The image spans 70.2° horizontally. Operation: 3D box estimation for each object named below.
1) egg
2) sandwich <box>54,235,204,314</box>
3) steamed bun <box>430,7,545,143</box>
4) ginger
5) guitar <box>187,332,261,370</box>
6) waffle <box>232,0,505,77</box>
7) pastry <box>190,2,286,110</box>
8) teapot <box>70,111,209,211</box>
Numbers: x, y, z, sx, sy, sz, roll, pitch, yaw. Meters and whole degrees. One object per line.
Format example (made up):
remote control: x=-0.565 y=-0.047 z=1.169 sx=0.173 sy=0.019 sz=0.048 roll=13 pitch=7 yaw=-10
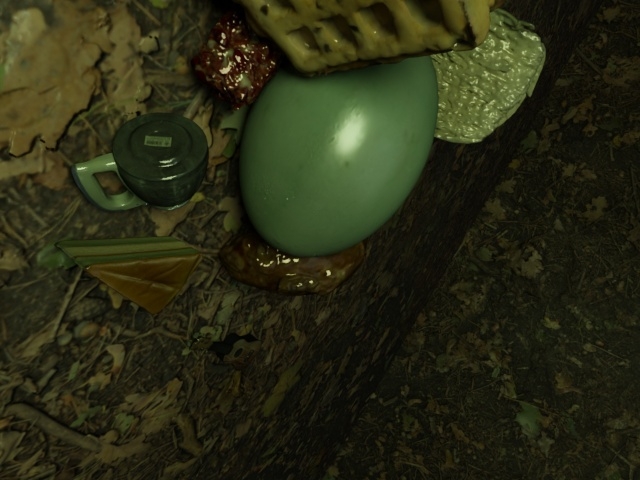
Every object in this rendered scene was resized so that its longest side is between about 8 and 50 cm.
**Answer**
egg: x=0.026 y=-0.156 z=0.701 sx=0.388 sy=0.276 sz=0.276 roll=-61 pitch=153 yaw=3
sandwich: x=-0.251 y=0.015 z=0.622 sx=0.113 sy=0.079 sz=0.163 roll=-54 pitch=151 yaw=-16
steamed bun: x=0.300 y=-0.349 z=1.005 sx=0.272 sy=0.290 sz=0.273 roll=-52 pitch=163 yaw=17
ginger: x=-0.022 y=0.021 z=0.866 sx=0.321 sy=0.172 sz=0.165 roll=-11 pitch=123 yaw=-43
guitar: x=-0.204 y=0.223 z=0.952 sx=0.083 sy=0.038 sz=0.271 roll=-57 pitch=156 yaw=-7
waffle: x=-0.022 y=-0.310 z=0.370 sx=0.376 sy=0.261 sz=0.114 roll=43 pitch=72 yaw=-42
pastry: x=-0.079 y=-0.271 z=0.589 sx=0.097 sy=0.115 sz=0.208 roll=36 pitch=84 yaw=-28
teapot: x=-0.208 y=-0.079 z=0.570 sx=0.149 sy=0.111 sz=0.108 roll=-49 pitch=166 yaw=-31
